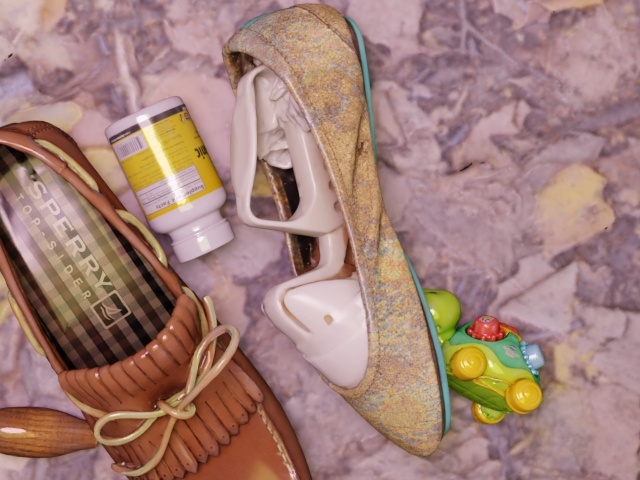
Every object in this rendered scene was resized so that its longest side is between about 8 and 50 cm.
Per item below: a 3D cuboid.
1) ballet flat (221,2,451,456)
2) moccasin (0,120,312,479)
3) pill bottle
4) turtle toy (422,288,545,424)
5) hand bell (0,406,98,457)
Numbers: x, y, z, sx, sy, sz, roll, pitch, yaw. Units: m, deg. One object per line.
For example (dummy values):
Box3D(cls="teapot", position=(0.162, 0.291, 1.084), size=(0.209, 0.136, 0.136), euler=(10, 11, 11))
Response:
Box3D(cls="ballet flat", position=(0.000, 0.000, 0.957), size=(0.123, 0.123, 0.348), euler=(-13, 90, -3))
Box3D(cls="moccasin", position=(-0.128, 0.079, 0.942), size=(0.139, 0.147, 0.380), euler=(-29, 95, -2))
Box3D(cls="pill bottle", position=(-0.110, -0.045, 0.978), size=(0.065, 0.065, 0.116), euler=(-25, 96, -2))
Box3D(cls="turtle toy", position=(0.118, 0.087, 0.996), size=(0.130, 0.095, 0.066), euler=(32, 69, -6))
Box3D(cls="hand bell", position=(-0.288, 0.138, 0.971), size=(0.242, 0.126, 0.126), euler=(5, 93, -16))
